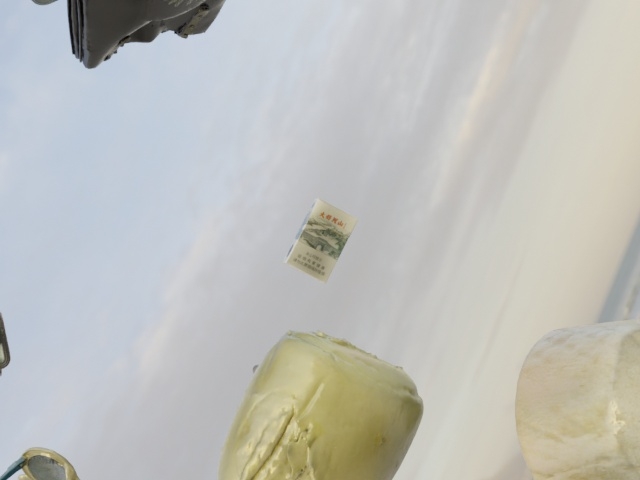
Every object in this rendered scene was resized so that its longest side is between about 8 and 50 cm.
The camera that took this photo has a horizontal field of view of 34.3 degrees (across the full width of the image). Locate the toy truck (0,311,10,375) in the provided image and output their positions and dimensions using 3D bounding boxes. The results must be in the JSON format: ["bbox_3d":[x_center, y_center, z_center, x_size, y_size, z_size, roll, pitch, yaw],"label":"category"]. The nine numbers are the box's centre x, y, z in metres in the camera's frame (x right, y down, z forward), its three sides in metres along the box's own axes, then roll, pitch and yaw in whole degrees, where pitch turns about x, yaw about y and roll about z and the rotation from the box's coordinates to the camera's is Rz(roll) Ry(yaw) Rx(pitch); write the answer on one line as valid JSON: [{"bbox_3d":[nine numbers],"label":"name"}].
[{"bbox_3d":[-0.589,0.169,1.491,0.135,0.270,0.114,156,102,-71],"label":"toy truck"}]

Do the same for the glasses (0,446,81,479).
[{"bbox_3d":[-0.356,0.352,1.344,0.088,0.189,0.220,-63,-12,10],"label":"glasses"}]

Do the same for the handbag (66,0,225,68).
[{"bbox_3d":[-0.240,-0.398,1.554,0.342,0.152,0.288,-27,-23,-38],"label":"handbag"}]

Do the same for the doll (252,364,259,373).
[{"bbox_3d":[-0.064,0.238,1.642,0.085,0.114,0.152,-55,-5,21],"label":"doll"}]

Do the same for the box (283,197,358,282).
[{"bbox_3d":[0.000,0.000,1.183,0.083,0.054,0.024,-63,11,-2],"label":"box"}]

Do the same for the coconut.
[{"bbox_3d":[0.399,0.244,1.401,0.329,0.328,0.329,-58,-18,-32],"label":"coconut"}]

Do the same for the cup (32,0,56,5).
[{"bbox_3d":[-0.491,-0.493,1.846,0.128,0.095,0.130,53,-164,-71],"label":"cup"}]

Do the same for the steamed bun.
[{"bbox_3d":[0.011,0.231,1.168,0.232,0.166,0.273,-66,-24,-10],"label":"steamed bun"}]
